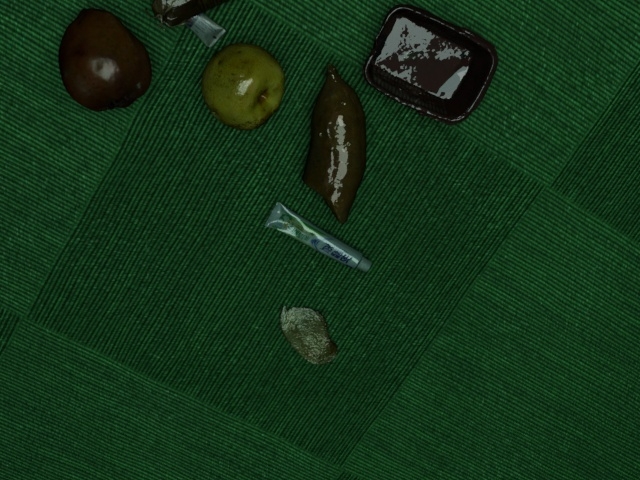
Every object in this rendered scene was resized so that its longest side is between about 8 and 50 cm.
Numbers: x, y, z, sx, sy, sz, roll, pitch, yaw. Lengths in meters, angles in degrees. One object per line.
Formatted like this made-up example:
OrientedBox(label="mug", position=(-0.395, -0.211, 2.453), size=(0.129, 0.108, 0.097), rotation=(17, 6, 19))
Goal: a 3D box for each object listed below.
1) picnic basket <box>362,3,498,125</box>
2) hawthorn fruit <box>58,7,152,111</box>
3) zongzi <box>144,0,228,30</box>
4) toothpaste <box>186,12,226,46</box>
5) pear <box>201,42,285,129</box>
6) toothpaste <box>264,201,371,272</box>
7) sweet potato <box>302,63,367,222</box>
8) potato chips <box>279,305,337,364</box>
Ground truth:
OrientedBox(label="picnic basket", position=(0.251, -0.419, 1.862), size=(0.296, 0.129, 0.223), rotation=(22, 108, -12))
OrientedBox(label="hawthorn fruit", position=(-0.499, -0.416, 1.772), size=(0.208, 0.208, 0.248), rotation=(-24, 86, 4))
OrientedBox(label="zongzi", position=(-0.304, -0.617, 1.740), size=(0.247, 0.111, 0.241), rotation=(-29, 101, -9))
OrientedBox(label="toothpaste", position=(-0.324, -0.540, 1.815), size=(0.233, 0.038, 0.060), rotation=(39, 106, -20))
OrientedBox(label="pear", position=(-0.186, -0.360, 1.819), size=(0.197, 0.197, 0.197), rotation=(-2, 110, -5))
OrientedBox(label="toothpaste", position=(0.000, 0.000, 2.040), size=(0.296, 0.048, 0.075), rotation=(29, 108, -11))
OrientedBox(label="sweet potato", position=(0.041, -0.233, 1.903), size=(0.157, 0.158, 0.370), rotation=(7, 104, -8))
OrientedBox(label="potato chips", position=(-0.029, 0.252, 2.139), size=(0.209, 0.026, 0.142), rotation=(31, 108, -13))
